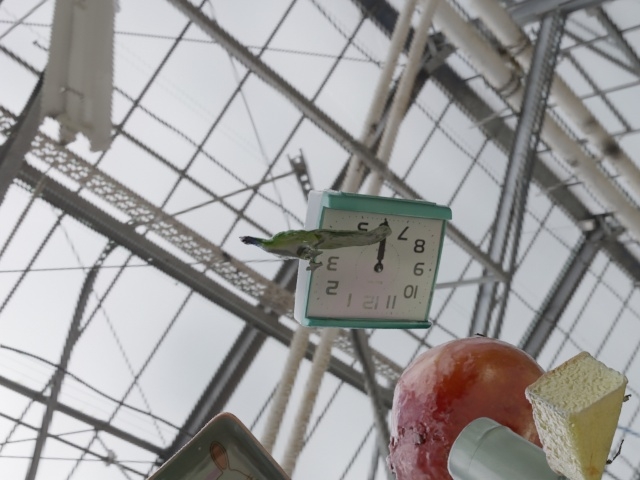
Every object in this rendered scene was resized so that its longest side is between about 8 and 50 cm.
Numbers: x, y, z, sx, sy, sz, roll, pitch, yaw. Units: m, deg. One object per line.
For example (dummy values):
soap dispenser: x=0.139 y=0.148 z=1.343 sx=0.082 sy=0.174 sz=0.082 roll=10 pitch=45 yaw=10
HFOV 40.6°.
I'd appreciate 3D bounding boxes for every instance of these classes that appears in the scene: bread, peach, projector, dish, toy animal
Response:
bread: x=0.263 y=0.183 z=0.846 sx=0.080 sy=0.084 sz=0.109 roll=-25 pitch=-72 yaw=-14
peach: x=0.285 y=0.363 z=1.651 sx=0.370 sy=0.370 sz=0.370 roll=9 pitch=-103 yaw=-43
projector: x=0.318 y=0.346 z=1.120 sx=0.108 sy=0.337 sz=0.108 roll=-14 pitch=-65 yaw=-33
dish: x=-0.092 y=0.328 z=1.028 sx=0.151 sy=0.077 sz=0.212 roll=-42 pitch=-104 yaw=-3
toy animal: x=0.003 y=0.009 z=1.152 sx=0.216 sy=0.075 sz=0.041 roll=-3 pitch=-59 yaw=-14

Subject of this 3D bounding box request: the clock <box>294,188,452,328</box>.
clock: x=0.081 y=0.032 z=1.495 sx=0.262 sy=0.116 sz=0.231 roll=4 pitch=-81 yaw=-30
